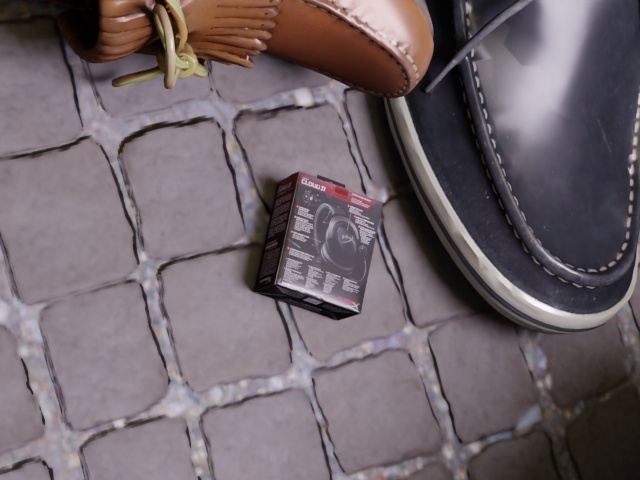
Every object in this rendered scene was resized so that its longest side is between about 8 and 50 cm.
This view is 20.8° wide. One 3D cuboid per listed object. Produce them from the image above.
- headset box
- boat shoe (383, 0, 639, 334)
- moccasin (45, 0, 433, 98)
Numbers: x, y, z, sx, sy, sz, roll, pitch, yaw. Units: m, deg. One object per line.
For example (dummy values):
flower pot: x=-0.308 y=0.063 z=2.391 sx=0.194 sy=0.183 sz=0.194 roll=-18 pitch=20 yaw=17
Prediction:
headset box: x=0.000 y=0.000 z=1.082 sx=0.062 sy=0.032 sz=0.083 roll=19 pitch=70 yaw=-24
boat shoe: x=0.144 y=-0.190 z=1.133 sx=0.186 sy=0.156 sz=0.500 roll=3 pitch=79 yaw=-30
moccasin: x=-0.113 y=-0.153 z=0.994 sx=0.380 sy=0.139 sz=0.147 roll=20 pitch=71 yaw=-23
